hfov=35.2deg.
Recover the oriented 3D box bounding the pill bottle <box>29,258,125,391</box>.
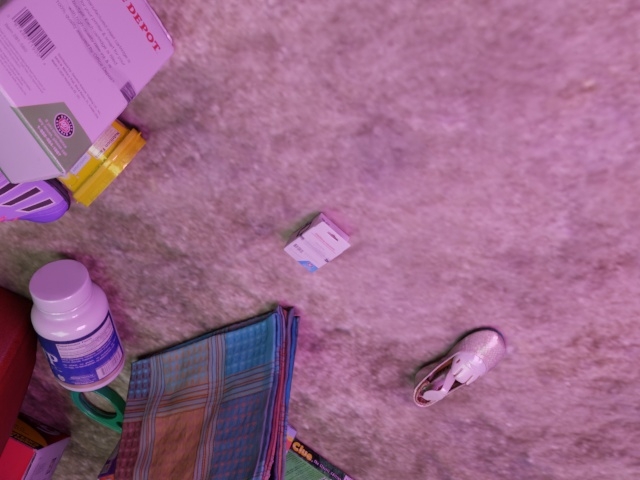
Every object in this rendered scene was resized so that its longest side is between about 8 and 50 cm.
[{"bbox_3d":[-0.356,0.121,1.466,0.112,0.112,0.187,11,136,18],"label":"pill bottle"}]

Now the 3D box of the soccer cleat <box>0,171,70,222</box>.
[{"bbox_3d":[-0.443,-0.064,1.243,0.108,0.116,0.318,-9,158,30],"label":"soccer cleat"}]

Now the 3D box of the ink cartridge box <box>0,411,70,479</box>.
[{"bbox_3d":[-0.621,0.337,1.715,0.309,0.130,0.272,25,177,3],"label":"ink cartridge box"}]

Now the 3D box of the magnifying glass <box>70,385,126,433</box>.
[{"bbox_3d":[-0.327,0.315,1.716,0.231,0.026,0.092,45,136,-15],"label":"magnifying glass"}]

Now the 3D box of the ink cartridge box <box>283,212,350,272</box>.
[{"bbox_3d":[0.000,0.000,1.212,0.048,0.028,0.083,41,138,-14],"label":"ink cartridge box"}]

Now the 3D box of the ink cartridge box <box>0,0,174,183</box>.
[{"bbox_3d":[-0.270,-0.189,1.027,0.092,0.219,0.160,-7,128,37],"label":"ink cartridge box"}]

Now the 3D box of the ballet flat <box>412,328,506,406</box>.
[{"bbox_3d":[0.173,0.167,1.269,0.057,0.052,0.168,35,138,-7],"label":"ballet flat"}]

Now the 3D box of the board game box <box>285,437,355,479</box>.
[{"bbox_3d":[-0.062,0.406,1.658,0.136,0.030,0.259,40,138,-10],"label":"board game box"}]

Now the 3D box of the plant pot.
[{"bbox_3d":[-0.579,0.192,1.565,0.267,0.236,0.267,25,140,3],"label":"plant pot"}]

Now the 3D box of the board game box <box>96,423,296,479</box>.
[{"bbox_3d":[-0.196,0.336,1.572,0.144,0.142,0.275,45,136,-19],"label":"board game box"}]

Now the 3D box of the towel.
[{"bbox_3d":[-0.173,0.257,1.397,0.040,0.271,0.370,26,147,-36],"label":"towel"}]

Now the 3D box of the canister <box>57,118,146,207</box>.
[{"bbox_3d":[-0.310,-0.135,1.212,0.170,0.073,0.126,42,137,-13],"label":"canister"}]
